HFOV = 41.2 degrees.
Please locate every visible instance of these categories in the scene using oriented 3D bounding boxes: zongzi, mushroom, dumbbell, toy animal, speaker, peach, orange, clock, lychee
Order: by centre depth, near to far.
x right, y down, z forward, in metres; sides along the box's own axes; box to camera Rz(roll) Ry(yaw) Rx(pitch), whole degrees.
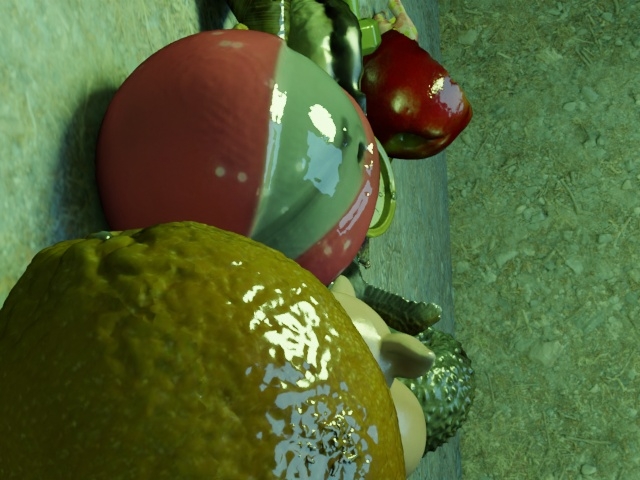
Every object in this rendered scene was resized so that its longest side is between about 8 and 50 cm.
[{"bbox_3d":[-0.101,0.159,0.626,0.322,0.322,0.357,-49,120,-69],"label":"orange"},{"bbox_3d":[-0.086,-0.074,0.874,0.294,0.294,0.294,-6,90,-74],"label":"speaker"},{"bbox_3d":[0.029,0.212,1.160,0.326,0.269,0.237,32,4,-36],"label":"toy animal"},{"bbox_3d":[-0.073,-0.349,1.216,0.247,0.111,0.241,-35,107,-74],"label":"zongzi"},{"bbox_3d":[-0.024,-0.199,1.292,0.247,0.129,0.344,-132,-141,-51],"label":"mushroom"},{"bbox_3d":[0.044,0.090,1.522,0.160,0.197,0.272,31,15,-46],"label":"toy animal"},{"bbox_3d":[0.164,0.282,1.622,0.255,0.255,0.275,-50,151,-69],"label":"lychee"},{"bbox_3d":[0.072,-0.117,1.728,0.237,0.057,0.237,18,68,-50],"label":"clock"},{"bbox_3d":[0.051,-0.536,1.781,0.108,0.121,0.302,-27,114,-43],"label":"dumbbell"},{"bbox_3d":[0.212,-0.352,1.965,0.281,0.281,0.338,63,30,-52],"label":"peach"}]

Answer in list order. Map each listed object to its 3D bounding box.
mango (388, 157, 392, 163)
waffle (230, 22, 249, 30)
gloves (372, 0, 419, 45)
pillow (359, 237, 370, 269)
[{"bbox_3d":[0.161,-0.273,2.133,0.098,0.075,0.190,-15,103,-59],"label":"mango"},{"bbox_3d":[-0.058,-0.156,1.129,0.291,0.051,0.291,54,-18,26],"label":"waffle"},{"bbox_3d":[0.194,-0.553,2.297,0.241,0.126,0.145,59,-2,47],"label":"gloves"},{"bbox_3d":[0.077,-0.035,1.808,0.118,0.043,0.185,27,62,-67],"label":"pillow"}]
